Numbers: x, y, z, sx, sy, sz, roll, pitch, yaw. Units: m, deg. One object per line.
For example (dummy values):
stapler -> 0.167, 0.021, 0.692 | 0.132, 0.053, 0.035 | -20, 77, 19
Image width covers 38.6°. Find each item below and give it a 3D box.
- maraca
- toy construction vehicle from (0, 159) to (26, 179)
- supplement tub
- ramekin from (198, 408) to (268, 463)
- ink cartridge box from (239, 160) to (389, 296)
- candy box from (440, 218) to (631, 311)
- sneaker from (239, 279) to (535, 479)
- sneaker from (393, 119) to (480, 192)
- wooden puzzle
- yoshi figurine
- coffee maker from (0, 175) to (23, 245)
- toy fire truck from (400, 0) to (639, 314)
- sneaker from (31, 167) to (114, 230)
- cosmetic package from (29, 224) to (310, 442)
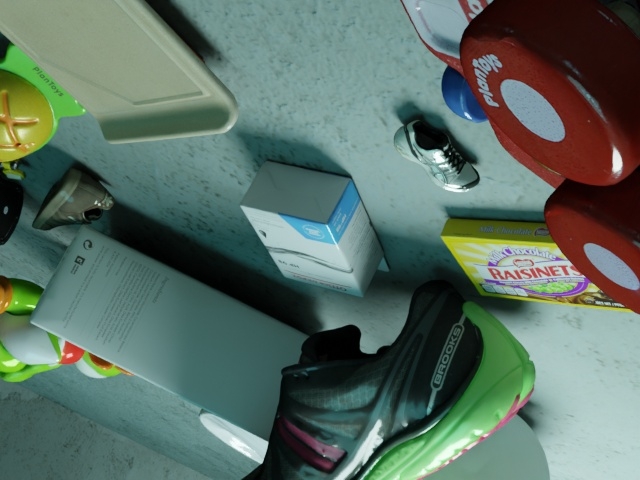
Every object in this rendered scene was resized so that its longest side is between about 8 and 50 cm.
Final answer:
maraca -> -0.335, -0.147, 0.979 | 0.186, 0.099, 0.127 | -22, 135, 26
toy construction vehicle -> -0.433, -0.120, 1.210 | 0.086, 0.035, 0.098 | 7, 154, 15
supplement tub -> 0.180, 0.357, 1.287 | 0.236, 0.235, 0.325 | 24, 156, 7
ramekin -> -0.061, 0.306, 1.565 | 0.273, 0.127, 0.273 | 21, 156, 10
ink cartridge box -> 0.000, 0.000, 0.968 | 0.104, 0.060, 0.180 | 13, 153, 27
candy box -> 0.219, 0.023, 0.834 | 0.206, 0.027, 0.105 | 4, 144, 41
sneaker -> 0.026, 0.214, 1.067 | 0.483, 0.185, 0.202 | -40, 73, 25
sneaker -> 0.101, -0.069, 0.761 | 0.083, 0.031, 0.037 | 31, 156, -9
wooden puzzle -> -0.206, -0.189, 0.832 | 0.221, 0.044, 0.238 | 1, 141, 45
yoshi figurine -> -0.424, 0.128, 1.459 | 0.204, 0.202, 0.362 | -24, 151, 36
coffee maker -> -0.544, -0.075, 1.306 | 0.178, 0.120, 0.171 | 14, 151, 30
toy fire truck -> 0.144, -0.108, 0.524 | 0.254, 0.169, 0.302 | 37, 169, 47
sneaker -> -0.332, -0.039, 1.223 | 0.071, 0.066, 0.188 | 30, 158, -19
cosmetic package -> -0.183, 0.132, 1.264 | 0.366, 0.155, 0.197 | 27, 171, 3
